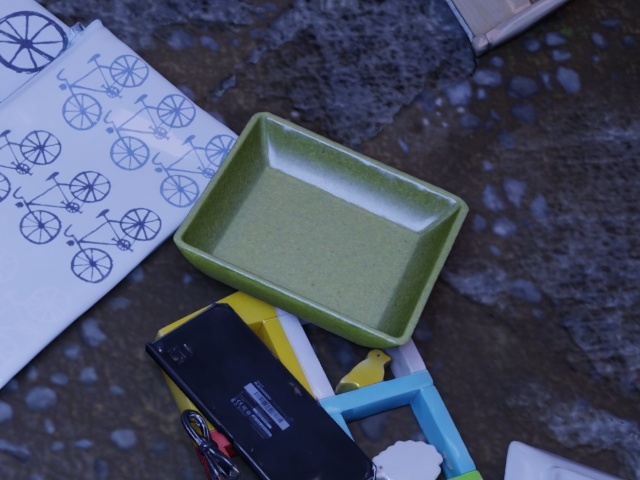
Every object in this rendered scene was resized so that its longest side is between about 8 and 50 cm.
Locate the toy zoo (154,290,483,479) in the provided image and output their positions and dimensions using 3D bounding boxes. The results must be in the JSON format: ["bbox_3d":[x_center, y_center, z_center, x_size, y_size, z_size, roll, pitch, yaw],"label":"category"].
[{"bbox_3d":[0.000,0.135,1.358,0.192,0.030,0.293,-14,63,-25],"label":"toy zoo"}]

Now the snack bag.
[{"bbox_3d":[-0.273,-0.080,1.407,0.342,0.037,0.323,39,55,10],"label":"snack bag"}]

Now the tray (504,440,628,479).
[{"bbox_3d":[0.257,0.247,1.348,0.270,0.030,0.145,21,54,-13],"label":"tray"}]

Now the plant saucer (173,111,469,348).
[{"bbox_3d":[0.000,0.000,1.400,0.188,0.045,0.188,24,41,4],"label":"plant saucer"}]

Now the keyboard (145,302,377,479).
[{"bbox_3d":[-0.053,0.132,1.311,0.108,0.023,0.180,-31,70,-38],"label":"keyboard"}]

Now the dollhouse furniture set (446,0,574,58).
[{"bbox_3d":[0.204,-0.242,1.667,0.356,0.174,0.303,-30,82,-1],"label":"dollhouse furniture set"}]
